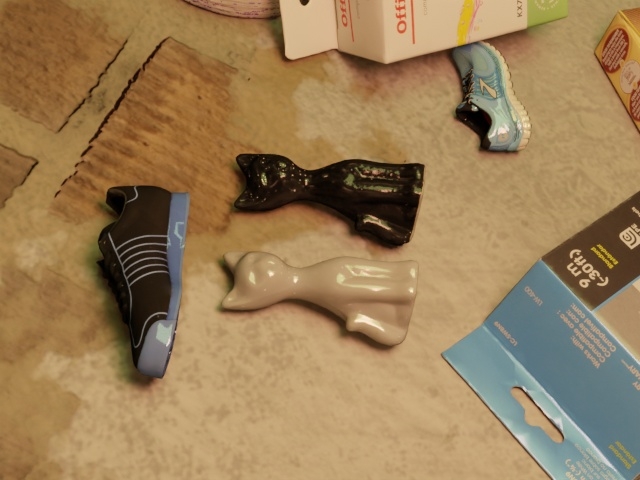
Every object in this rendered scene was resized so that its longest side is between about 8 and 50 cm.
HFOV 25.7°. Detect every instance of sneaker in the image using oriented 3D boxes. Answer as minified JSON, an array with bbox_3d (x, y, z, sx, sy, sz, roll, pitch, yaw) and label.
[{"bbox_3d":[-0.188,0.039,1.443,0.090,0.081,0.232,7,49,-9],"label":"sneaker"},{"bbox_3d":[0.195,-0.178,1.709,0.073,0.063,0.162,-12,61,-20],"label":"sneaker"}]

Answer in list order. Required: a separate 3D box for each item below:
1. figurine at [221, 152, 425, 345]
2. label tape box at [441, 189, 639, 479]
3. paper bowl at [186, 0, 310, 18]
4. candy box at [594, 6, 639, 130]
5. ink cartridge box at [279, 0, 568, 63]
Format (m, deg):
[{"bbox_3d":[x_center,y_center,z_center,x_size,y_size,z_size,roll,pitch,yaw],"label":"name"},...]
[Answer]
[{"bbox_3d":[0.000,0.000,1.526,0.209,0.092,0.215,8,56,-2],"label":"figurine"},{"bbox_3d":[0.338,0.107,1.535,0.334,0.106,0.240,-31,70,-31],"label":"label tape box"},{"bbox_3d":[-0.092,-0.426,1.738,0.284,0.148,0.284,8,54,-11],"label":"paper bowl"},{"bbox_3d":[0.501,-0.157,1.770,0.183,0.087,0.316,-10,61,-23],"label":"candy box"},{"bbox_3d":[0.125,-0.337,1.689,0.353,0.207,0.119,-18,24,-27],"label":"ink cartridge box"}]
